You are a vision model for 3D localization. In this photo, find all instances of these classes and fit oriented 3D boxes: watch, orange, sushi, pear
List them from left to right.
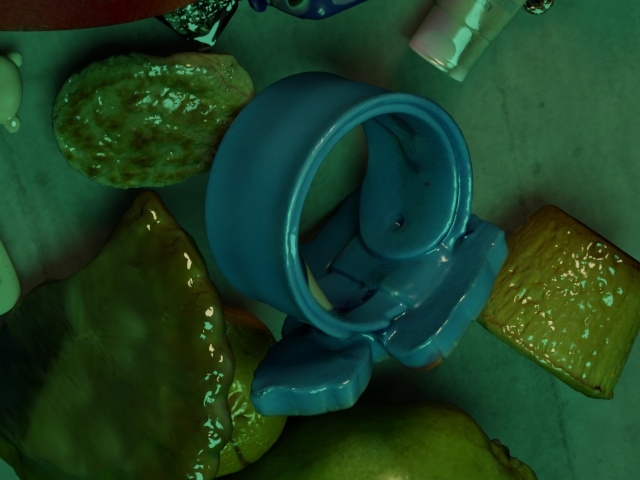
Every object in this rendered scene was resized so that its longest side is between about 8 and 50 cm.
[{"bbox_3d":[-0.117,-0.236,1.681,0.083,0.056,0.084,33,107,-22],"label":"sushi"},{"bbox_3d":[-0.122,0.155,1.845,0.193,0.161,0.193,-7,124,-10],"label":"orange"},{"bbox_3d":[0.000,0.000,1.706,0.305,0.241,0.274,-47,131,-22],"label":"watch"},{"bbox_3d":[0.045,0.356,1.921,0.413,0.352,0.352,-39,123,12],"label":"pear"}]

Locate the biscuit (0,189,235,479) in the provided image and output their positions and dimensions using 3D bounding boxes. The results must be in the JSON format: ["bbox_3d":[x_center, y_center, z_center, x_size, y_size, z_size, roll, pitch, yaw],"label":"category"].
[{"bbox_3d":[-0.213,0.112,1.760,0.078,0.329,0.335,6,93,-54],"label":"biscuit"}]

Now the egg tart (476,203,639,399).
[{"bbox_3d":[0.260,0.061,1.891,0.202,0.202,0.147,31,98,-29],"label":"egg tart"}]

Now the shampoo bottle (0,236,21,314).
[{"bbox_3d":[-0.355,-0.016,1.740,0.072,0.049,0.212,-19,124,3],"label":"shampoo bottle"}]

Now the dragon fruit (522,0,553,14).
[{"bbox_3d":[0.284,-0.273,1.763,0.190,0.094,0.094,-18,124,8],"label":"dragon fruit"}]

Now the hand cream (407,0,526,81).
[{"bbox_3d":[0.204,-0.296,1.735,0.111,0.070,0.312,29,104,-24],"label":"hand cream"}]

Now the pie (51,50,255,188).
[{"bbox_3d":[-0.156,-0.123,1.701,0.193,0.079,0.163,-10,146,-1],"label":"pie"}]

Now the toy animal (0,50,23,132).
[{"bbox_3d":[-0.316,-0.151,1.665,0.082,0.091,0.114,-13,93,-29],"label":"toy animal"}]

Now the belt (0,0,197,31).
[{"bbox_3d":[-0.226,-0.273,1.524,0.324,0.227,0.115,-6,125,-17],"label":"belt"}]

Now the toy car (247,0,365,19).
[{"bbox_3d":[0.032,-0.298,1.614,0.235,0.158,0.172,-27,124,-17],"label":"toy car"}]
